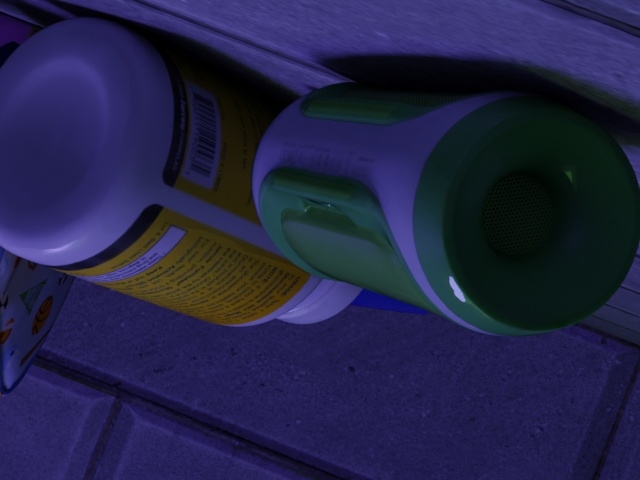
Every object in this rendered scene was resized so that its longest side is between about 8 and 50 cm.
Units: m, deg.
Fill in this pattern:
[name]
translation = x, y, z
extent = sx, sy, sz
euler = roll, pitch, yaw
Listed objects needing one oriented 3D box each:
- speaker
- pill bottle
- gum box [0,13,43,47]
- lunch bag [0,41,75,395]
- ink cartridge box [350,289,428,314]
[speaker]
translation = 0.056, -0.025, 0.975
extent = 0.131, 0.131, 0.296
euler = 22, 178, -21
[pill bottle]
translation = -0.100, -0.037, 1.393
extent = 0.188, 0.188, 0.334
euler = 20, 177, 39
[gum box]
translation = -0.262, -0.158, 1.654
extent = 0.107, 0.062, 0.188
euler = 21, 178, 8
[lunch bag]
translation = -0.275, -0.011, 1.509
extent = 0.115, 0.243, 0.303
euler = 21, 150, 6
[ink cartridge box]
translation = 0.000, 0.000, 1.838
extent = 0.176, 0.069, 0.371
euler = 9, -164, -40
